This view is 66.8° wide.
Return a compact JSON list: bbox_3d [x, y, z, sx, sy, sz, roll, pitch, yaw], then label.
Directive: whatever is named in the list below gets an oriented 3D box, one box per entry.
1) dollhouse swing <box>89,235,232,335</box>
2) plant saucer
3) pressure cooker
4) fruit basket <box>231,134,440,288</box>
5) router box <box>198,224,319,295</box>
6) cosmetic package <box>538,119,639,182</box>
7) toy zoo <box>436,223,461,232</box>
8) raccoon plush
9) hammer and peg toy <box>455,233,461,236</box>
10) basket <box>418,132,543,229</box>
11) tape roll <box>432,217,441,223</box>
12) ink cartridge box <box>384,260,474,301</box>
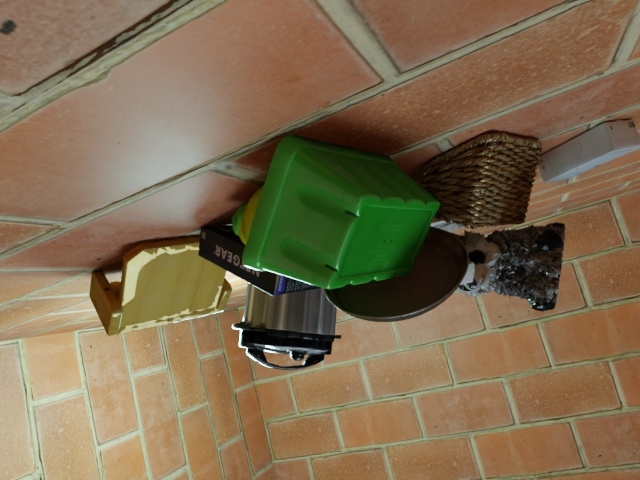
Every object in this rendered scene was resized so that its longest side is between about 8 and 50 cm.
[{"bbox_3d":[-0.461,0.073,1.414,0.347,0.305,0.315,-8,-150,-36],"label":"dollhouse swing"},{"bbox_3d":[0.160,0.073,1.039,0.311,0.050,0.310,-14,-149,8],"label":"plant saucer"},{"bbox_3d":[-0.121,0.285,1.879,0.370,0.420,0.375,1,167,16],"label":"pressure cooker"},{"bbox_3d":[-0.012,-0.058,0.954,0.392,0.283,0.392,19,-164,-6],"label":"fruit basket"},{"bbox_3d":[-0.115,0.034,1.199,0.309,0.081,0.243,21,-162,41],"label":"router box"},{"bbox_3d":[0.727,-0.240,1.329,0.117,0.085,0.231,-11,171,-23],"label":"cosmetic package"},{"bbox_3d":[0.471,-0.055,1.910,0.293,0.030,0.192,-21,-171,-35],"label":"toy zoo"},{"bbox_3d":[0.482,0.050,1.307,0.299,0.216,0.446,7,-173,26],"label":"raccoon plush"},{"bbox_3d":[0.281,0.010,1.400,0.361,0.127,0.266,23,-178,-36],"label":"hammer and peg toy"},{"bbox_3d":[0.385,-0.164,1.221,0.299,0.223,0.213,-6,-160,-43],"label":"basket"},{"bbox_3d":[0.435,-0.117,1.643,0.392,0.072,0.392,-15,171,-2],"label":"tape roll"},{"bbox_3d":[0.208,0.071,1.123,0.225,0.056,0.181,-8,-165,-20],"label":"ink cartridge box"}]
